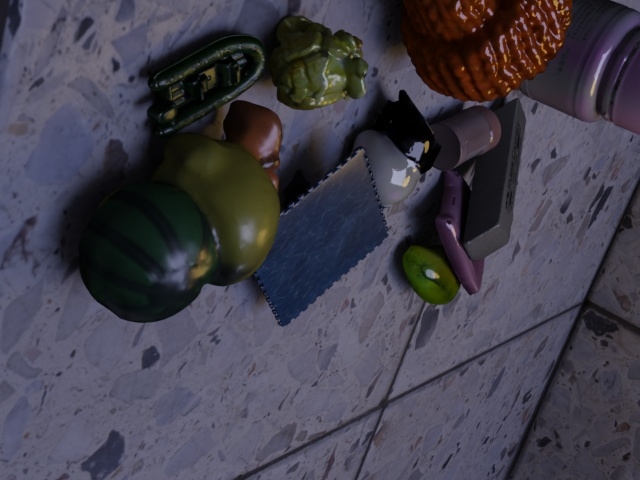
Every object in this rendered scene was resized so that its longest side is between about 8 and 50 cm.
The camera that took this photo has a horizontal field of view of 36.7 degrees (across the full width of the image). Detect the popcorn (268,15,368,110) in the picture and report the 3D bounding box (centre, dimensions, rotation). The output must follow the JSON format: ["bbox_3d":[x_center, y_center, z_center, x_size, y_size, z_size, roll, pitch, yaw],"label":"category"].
[{"bbox_3d":[-0.007,-0.245,1.393,0.135,0.162,0.141,-54,177,-15],"label":"popcorn"}]

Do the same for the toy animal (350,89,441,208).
[{"bbox_3d":[0.123,-0.157,1.703,0.179,0.138,0.166,-50,131,0],"label":"toy animal"}]

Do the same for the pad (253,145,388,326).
[{"bbox_3d":[0.000,0.000,1.623,0.269,0.012,0.269,-42,146,-13],"label":"pad"}]

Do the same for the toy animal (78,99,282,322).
[{"bbox_3d":[-0.165,-0.023,1.294,0.338,0.191,0.216,-40,151,-34],"label":"toy animal"}]

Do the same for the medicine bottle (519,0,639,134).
[{"bbox_3d":[0.607,-0.373,2.050,0.256,0.325,0.256,-39,145,-35],"label":"medicine bottle"}]

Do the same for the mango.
[{"bbox_3d":[0.246,0.066,2.116,0.233,0.111,0.125,43,40,-53],"label":"mango"}]

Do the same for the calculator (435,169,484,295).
[{"bbox_3d":[0.318,-0.010,2.106,0.294,0.043,0.194,58,36,-45],"label":"calculator"}]

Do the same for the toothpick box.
[{"bbox_3d":[0.281,-0.206,1.926,0.149,0.098,0.098,-27,138,-43],"label":"toothpick box"}]

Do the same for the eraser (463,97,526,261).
[{"bbox_3d":[0.378,-0.130,2.074,0.111,0.077,0.352,49,49,-61],"label":"eraser"}]

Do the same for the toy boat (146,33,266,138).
[{"bbox_3d":[-0.152,-0.213,1.286,0.210,0.052,0.104,-35,141,-35],"label":"toy boat"}]

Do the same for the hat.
[{"bbox_3d":[0.229,-0.406,1.497,0.285,0.285,0.400,-57,148,-4],"label":"hat"}]
